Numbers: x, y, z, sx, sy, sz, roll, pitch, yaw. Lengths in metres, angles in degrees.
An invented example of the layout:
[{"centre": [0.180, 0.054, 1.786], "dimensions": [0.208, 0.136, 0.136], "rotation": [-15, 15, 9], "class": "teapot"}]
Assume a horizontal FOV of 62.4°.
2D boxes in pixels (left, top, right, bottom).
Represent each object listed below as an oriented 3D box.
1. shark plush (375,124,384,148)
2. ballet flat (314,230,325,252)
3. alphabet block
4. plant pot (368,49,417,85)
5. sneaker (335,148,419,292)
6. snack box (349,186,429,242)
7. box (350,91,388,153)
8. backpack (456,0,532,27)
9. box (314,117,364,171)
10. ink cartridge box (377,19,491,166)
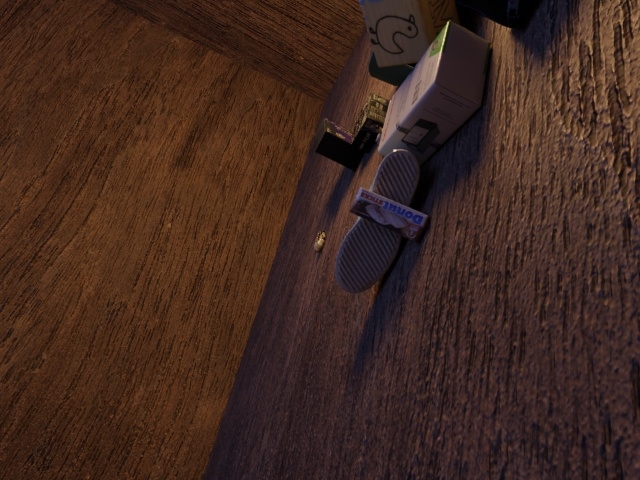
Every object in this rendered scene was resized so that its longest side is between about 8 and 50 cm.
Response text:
[{"centre": [0.226, -0.342, 1.762], "dimensions": [0.067, 0.073, 0.161], "rotation": [-51, -17, -22], "class": "shark plush"}, {"centre": [0.000, 0.000, 2.126], "dimensions": [0.114, 0.041, 0.041], "rotation": [-80, 17, -47], "class": "ballet flat"}, {"centre": [0.248, -0.613, 1.443], "dimensions": [0.192, 0.197, 0.193], "rotation": [8, 45, 41], "class": "alphabet block"}, {"centre": [0.263, -0.652, 1.862], "dimensions": [0.234, 0.165, 0.166], "rotation": [130, 161, -81], "class": "plant pot"}, {"centre": [0.152, -0.042, 1.307], "dimensions": [0.366, 0.135, 0.150], "rotation": [-64, -8, 9], "class": "sneaker"}, {"centre": [0.154, -0.059, 1.194], "dimensions": [0.022, 0.178, 0.064], "rotation": [15, -80, -62], "class": "snack box"}, {"centre": [0.187, -0.446, 2.002], "dimensions": [0.180, 0.077, 0.147], "rotation": [-79, 15, -45], "class": "box"}, {"centre": [0.376, -0.546, 1.079], "dimensions": [0.173, 0.158, 0.117], "rotation": [-64, -5, 28], "class": "backpack"}, {"centre": [0.074, -0.401, 2.181], "dimensions": [0.261, 0.184, 0.103], "rotation": [-94, 28, -65], "class": "box"}, {"centre": [0.267, -0.339, 1.279], "dimensions": [0.289, 0.121, 0.211], "rotation": [132, 158, -61], "class": "ink cartridge box"}]
